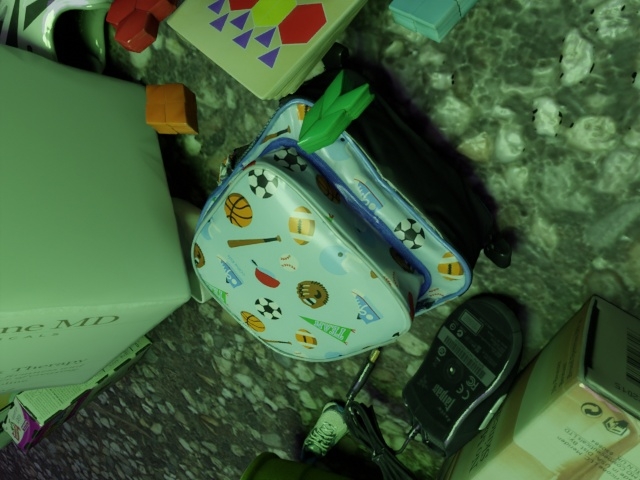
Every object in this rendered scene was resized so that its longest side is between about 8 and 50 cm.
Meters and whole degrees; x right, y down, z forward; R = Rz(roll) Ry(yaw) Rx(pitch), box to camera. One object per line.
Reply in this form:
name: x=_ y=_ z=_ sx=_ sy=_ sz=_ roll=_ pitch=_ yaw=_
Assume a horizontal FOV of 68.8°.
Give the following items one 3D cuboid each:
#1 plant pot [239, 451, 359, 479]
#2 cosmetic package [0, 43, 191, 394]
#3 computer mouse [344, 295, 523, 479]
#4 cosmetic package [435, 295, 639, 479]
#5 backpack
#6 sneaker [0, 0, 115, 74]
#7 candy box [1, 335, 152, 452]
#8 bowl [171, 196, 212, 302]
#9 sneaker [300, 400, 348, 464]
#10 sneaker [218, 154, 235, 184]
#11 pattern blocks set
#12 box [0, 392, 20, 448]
plant pot: x=0.073 y=0.488 z=0.602 sx=0.354 sy=0.366 sz=0.365 roll=1 pitch=115 yaw=11
cosmetic package: x=-0.427 y=0.005 z=0.598 sx=0.394 sy=0.330 sz=0.327 roll=-35 pitch=64 yaw=40
computer mouse: x=0.130 y=0.168 z=0.560 sx=0.184 sy=0.060 sz=0.261 roll=41 pitch=108 yaw=54
cosmetic package: x=0.236 y=0.220 z=0.474 sx=0.129 sy=0.153 sz=0.296 roll=33 pitch=126 yaw=16
backpack: x=0.000 y=0.000 z=0.483 sx=0.276 sy=0.213 sz=0.263 roll=49 pitch=140 yaw=-2
sneaker: x=-0.379 y=-0.242 z=0.638 sx=0.146 sy=0.122 sz=0.331 roll=52 pitch=129 yaw=1
candy box: x=-0.446 y=0.263 z=0.868 sx=0.071 sy=0.233 sz=0.159 roll=48 pitch=128 yaw=3
bowl: x=-0.183 y=0.007 z=0.667 sx=0.142 sy=0.053 sz=0.141 roll=25 pitch=128 yaw=50
sneaker: x=0.006 y=0.303 z=0.719 sx=0.052 sy=0.058 sz=0.135 roll=33 pitch=126 yaw=14
sneaker: x=-0.113 y=-0.027 z=0.623 sx=0.068 sy=0.064 sz=0.174 roll=14 pitch=118 yaw=40
pattern blocks set: x=-0.046 y=-0.204 z=0.404 sx=0.285 sy=0.026 sz=0.324 roll=-39 pitch=58 yaw=5
box: x=-0.621 y=0.321 z=0.973 sx=0.087 sy=0.290 sz=0.169 roll=39 pitch=130 yaw=11
